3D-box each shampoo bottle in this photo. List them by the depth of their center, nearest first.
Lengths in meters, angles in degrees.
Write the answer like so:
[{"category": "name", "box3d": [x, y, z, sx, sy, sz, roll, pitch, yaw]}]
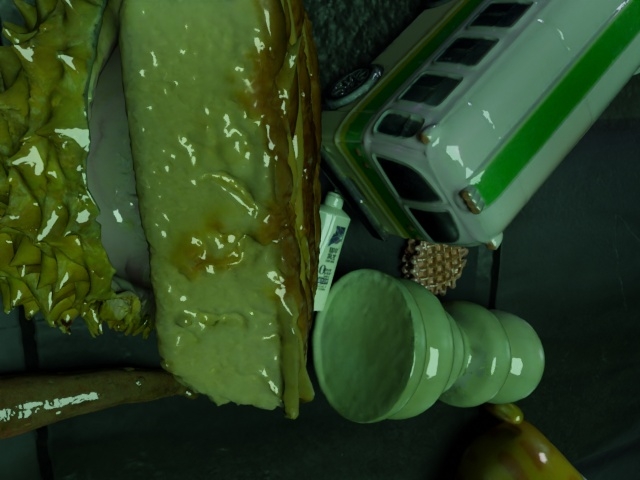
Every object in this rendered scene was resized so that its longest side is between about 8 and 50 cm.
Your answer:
[{"category": "shampoo bottle", "box3d": [0.000, 0.000, 0.584, 0.049, 0.034, 0.141, 15, 95, -25]}]

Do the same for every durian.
[{"category": "durian", "box3d": [-0.155, -0.057, 0.397, 0.186, 0.196, 0.304, 4, 104, -22]}]

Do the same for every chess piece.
[{"category": "chess piece", "box3d": [0.132, 0.113, 0.635, 0.251, 0.144, 0.144, 11, 99, -37]}]

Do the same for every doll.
[{"category": "doll", "box3d": [0.206, 0.338, 0.719, 0.269, 0.162, 0.166, -57, 150, -10]}]

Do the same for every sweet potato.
[{"category": "sweet potato", "box3d": [-0.202, 0.128, 0.505, 0.214, 0.050, 0.050, -3, 106, -30]}]

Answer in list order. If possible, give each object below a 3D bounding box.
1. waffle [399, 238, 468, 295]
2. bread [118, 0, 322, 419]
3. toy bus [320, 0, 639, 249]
[{"category": "waffle", "box3d": [0.124, 0.022, 0.660, 0.083, 0.029, 0.075, 25, 92, -34]}, {"category": "bread", "box3d": [-0.055, -0.038, 0.436, 0.114, 0.184, 0.274, -2, 112, 2]}, {"category": "toy bus", "box3d": [0.152, -0.141, 0.535, 0.305, 0.179, 0.143, -47, 120, -14]}]
